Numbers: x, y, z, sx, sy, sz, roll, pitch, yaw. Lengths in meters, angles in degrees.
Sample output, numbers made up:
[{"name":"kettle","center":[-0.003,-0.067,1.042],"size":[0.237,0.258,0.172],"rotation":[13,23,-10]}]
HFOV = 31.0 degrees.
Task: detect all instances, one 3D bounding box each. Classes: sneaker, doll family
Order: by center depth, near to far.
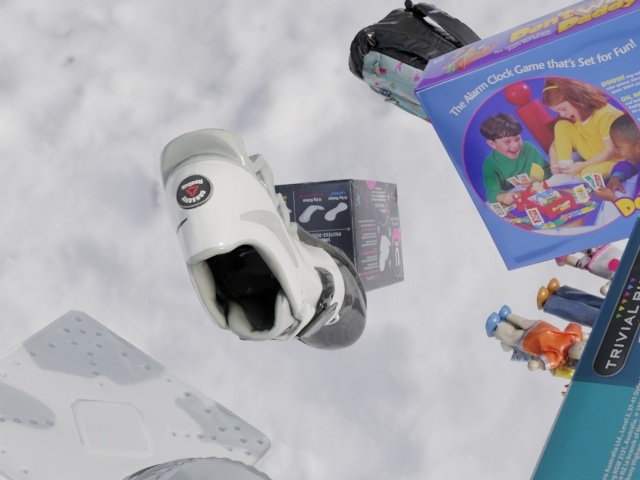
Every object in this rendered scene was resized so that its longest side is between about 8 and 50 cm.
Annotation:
[{"name":"sneaker","center":[-0.049,0.051,1.076],"size":[0.122,0.330,0.146],"rotation":[-21,51,18]},{"name":"doll family","center":[0.330,0.107,1.399],"size":[0.163,0.118,0.263],"rotation":[22,48,34]}]

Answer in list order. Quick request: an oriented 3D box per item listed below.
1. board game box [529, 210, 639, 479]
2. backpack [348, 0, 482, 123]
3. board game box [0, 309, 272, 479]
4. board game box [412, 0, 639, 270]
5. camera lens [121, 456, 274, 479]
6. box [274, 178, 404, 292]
[{"name":"board game box","center":[0.260,0.136,0.676],"size":[0.079,0.336,0.253],"rotation":[2,52,42]},{"name":"backpack","center":[0.147,-0.239,1.590],"size":[0.182,0.115,0.152],"rotation":[30,53,24]},{"name":"board game box","center":[-0.308,0.287,1.667],"size":[0.390,0.050,0.390],"rotation":[33,26,8]},{"name":"board game box","center":[0.301,-0.123,1.141],"size":[0.347,0.233,0.078],"rotation":[-17,26,30]},{"name":"camera lens","center":[-0.154,0.332,1.078],"size":[0.274,0.219,0.219],"rotation":[-36,31,48]},{"name":"box","center":[0.000,0.000,1.474],"size":[0.163,0.247,0.142],"rotation":[-4,90,16]}]
